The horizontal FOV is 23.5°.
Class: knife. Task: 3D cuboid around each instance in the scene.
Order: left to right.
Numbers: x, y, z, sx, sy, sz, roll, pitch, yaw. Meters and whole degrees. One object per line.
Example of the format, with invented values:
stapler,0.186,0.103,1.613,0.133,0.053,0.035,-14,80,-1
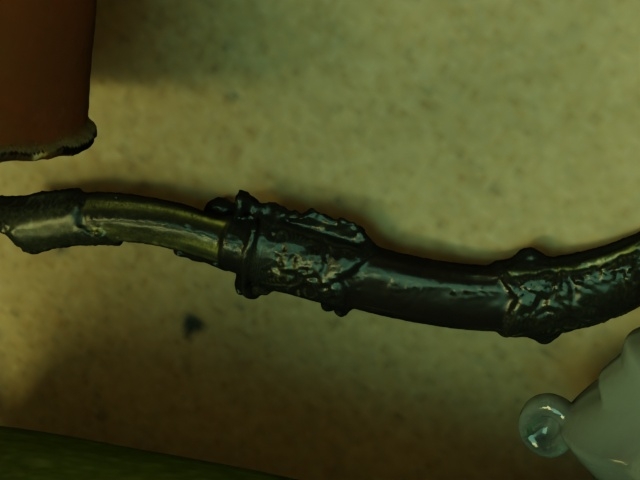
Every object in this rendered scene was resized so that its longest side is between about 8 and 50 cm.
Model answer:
knife,0.001,0.006,0.483,0.222,0.021,0.045,3,112,14

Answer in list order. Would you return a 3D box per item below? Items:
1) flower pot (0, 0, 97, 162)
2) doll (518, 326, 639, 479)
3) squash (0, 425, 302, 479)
flower pot,-0.142,-0.122,0.404,0.191,0.190,0.173,13,106,14
doll,0.146,0.055,0.426,0.180,0.079,0.094,2,111,6
squash,0.008,0.202,0.427,0.385,0.263,0.263,10,113,16
